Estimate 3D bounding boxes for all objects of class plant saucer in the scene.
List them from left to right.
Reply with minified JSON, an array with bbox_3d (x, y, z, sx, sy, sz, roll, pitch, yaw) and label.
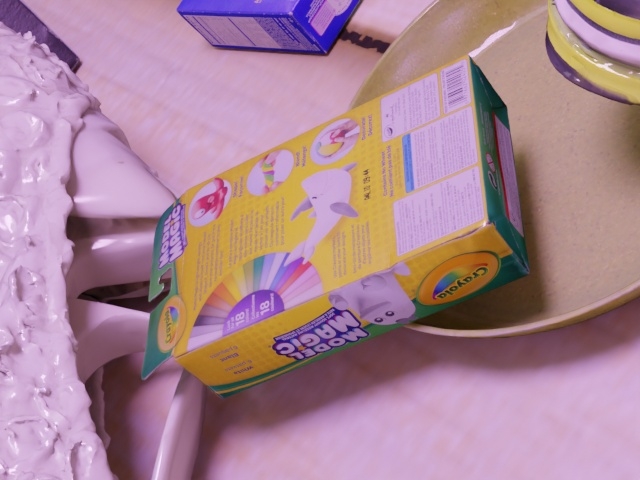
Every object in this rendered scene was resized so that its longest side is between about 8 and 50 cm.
[{"bbox_3d":[0.109,-0.051,0.641,0.241,0.037,0.241,-23,43,24],"label":"plant saucer"}]

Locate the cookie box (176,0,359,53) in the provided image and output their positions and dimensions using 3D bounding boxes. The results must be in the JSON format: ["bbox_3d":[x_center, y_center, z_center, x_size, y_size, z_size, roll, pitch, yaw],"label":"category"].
[{"bbox_3d":[-0.021,-0.159,0.853,0.107,0.040,0.092,12,64,47],"label":"cookie box"}]

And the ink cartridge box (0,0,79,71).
[{"bbox_3d":[-0.340,-0.095,0.865,0.072,0.307,0.304,13,65,48],"label":"ink cartridge box"}]

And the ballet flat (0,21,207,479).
[{"bbox_3d":[-0.122,0.042,0.716,0.147,0.147,0.409,-27,44,21],"label":"ballet flat"}]

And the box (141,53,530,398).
[{"bbox_3d":[0.000,0.000,0.629,0.179,0.043,0.105,-22,44,23],"label":"box"}]

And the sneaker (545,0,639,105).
[{"bbox_3d":[0.223,-0.121,0.503,0.299,0.121,0.111,-6,51,14],"label":"sneaker"}]
